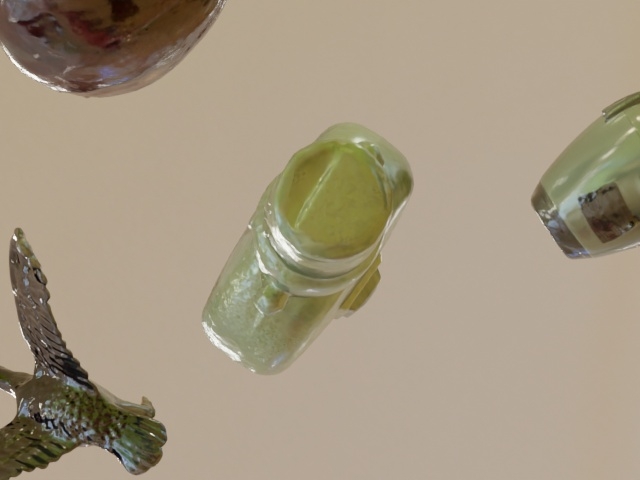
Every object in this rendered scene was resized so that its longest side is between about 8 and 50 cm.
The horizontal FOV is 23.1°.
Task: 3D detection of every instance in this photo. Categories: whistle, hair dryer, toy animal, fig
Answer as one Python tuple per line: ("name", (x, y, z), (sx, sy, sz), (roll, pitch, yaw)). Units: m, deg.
("whistle", (0.000, 0.000, 0.684), (0.126, 0.067, 0.258), (-57, -1, -8))
("hair dryer", (0.256, -0.052, 0.889), (0.229, 0.267, 0.092), (-40, -70, -4))
("toy animal", (-0.215, 0.138, 1.231), (0.160, 0.197, 0.272), (19, -92, -17))
("fig", (-0.118, -0.158, 0.907), (0.148, 0.202, 0.149), (50, -121, -40))
